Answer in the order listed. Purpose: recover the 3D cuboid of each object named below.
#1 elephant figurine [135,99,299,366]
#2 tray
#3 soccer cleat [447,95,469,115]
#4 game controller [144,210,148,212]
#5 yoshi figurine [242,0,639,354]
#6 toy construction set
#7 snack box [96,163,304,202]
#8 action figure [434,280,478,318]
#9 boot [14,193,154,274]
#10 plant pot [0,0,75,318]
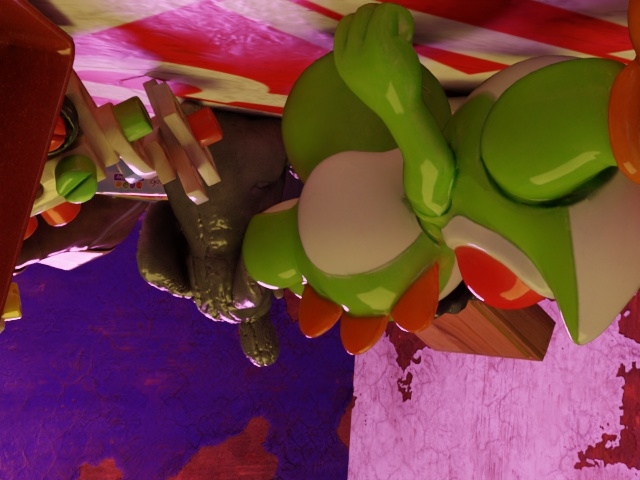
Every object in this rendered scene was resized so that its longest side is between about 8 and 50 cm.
[{"bbox_3d":[-0.086,0.004,1.166,0.186,0.240,0.169,5,177,-28],"label":"elephant figurine"},{"bbox_3d":[0.145,0.046,1.742,0.202,0.076,0.411,2,152,43],"label":"tray"},{"bbox_3d":[0.141,-0.055,0.922,0.331,0.116,0.143,2,177,42],"label":"soccer cleat"},{"bbox_3d":[-0.323,-0.088,1.654,0.166,0.067,0.319,19,-176,28],"label":"game controller"},{"bbox_3d":[0.089,-0.068,0.705,0.362,0.204,0.203,-18,-156,43],"label":"yoshi figurine"},{"bbox_3d":[-0.221,-0.022,0.916,0.327,0.215,0.151,-34,-140,-7],"label":"toy construction set"},{"bbox_3d":[-0.131,-0.074,1.402,0.174,0.070,0.207,3,179,21],"label":"snack box"},{"bbox_3d":[0.204,-0.050,1.166,0.330,0.179,0.341,10,-152,33],"label":"action figure"},{"bbox_3d":[-0.302,-0.044,1.489,0.207,0.090,0.248,-37,161,18],"label":"boot"},{"bbox_3d":[-0.309,-0.036,0.666,0.235,0.267,0.267,15,178,3],"label":"plant pot"}]
